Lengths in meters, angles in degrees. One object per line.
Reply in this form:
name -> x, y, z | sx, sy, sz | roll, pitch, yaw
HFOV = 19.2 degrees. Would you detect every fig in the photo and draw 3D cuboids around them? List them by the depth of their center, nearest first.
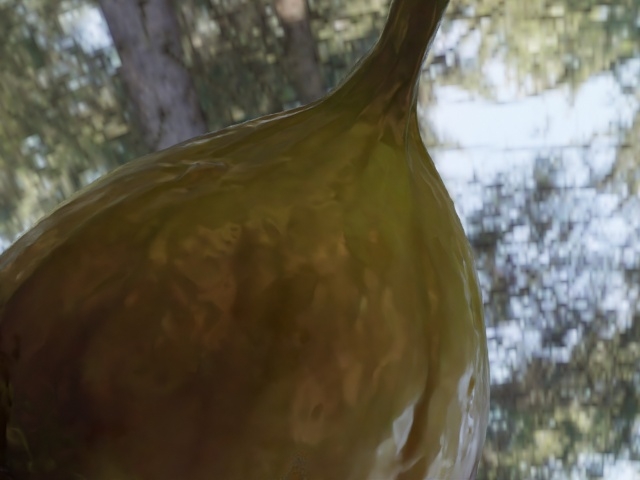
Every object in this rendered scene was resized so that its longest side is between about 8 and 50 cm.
fig -> 0.001, 0.015, 0.536 | 0.231, 0.160, 0.143 | -42, -136, 22
